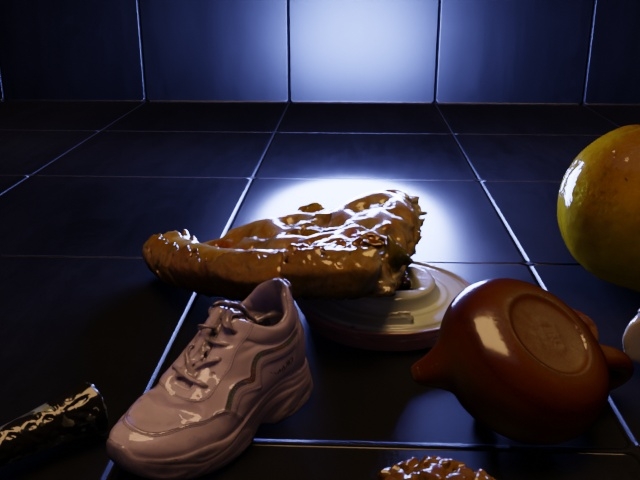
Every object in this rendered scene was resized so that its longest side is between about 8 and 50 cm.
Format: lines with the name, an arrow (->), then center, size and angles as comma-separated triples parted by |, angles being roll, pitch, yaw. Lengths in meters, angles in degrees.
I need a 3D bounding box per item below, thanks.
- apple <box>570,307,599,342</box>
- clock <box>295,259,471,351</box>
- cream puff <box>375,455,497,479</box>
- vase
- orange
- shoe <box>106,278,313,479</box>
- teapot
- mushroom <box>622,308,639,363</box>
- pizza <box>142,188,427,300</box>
apple -> 0.276, 0.116, 0.883 | 0.084, 0.071, 0.084 | 7, 23, -3
clock -> 0.087, 0.074, 1.021 | 0.245, 0.056, 0.244 | 0, 19, 0
cream puff -> 0.084, 0.215, 0.553 | 0.126, 0.103, 0.144 | -3, 17, -3
vase -> -0.282, 0.185, 0.704 | 0.059, 0.059, 0.167 | 18, 27, 41
orange -> 0.484, -0.049, 1.099 | 0.279, 0.235, 0.279 | 4, 18, -1
shoe -> -0.101, 0.130, 0.744 | 0.095, 0.137, 0.245 | 11, 22, 39
teapot -> 0.210, 0.132, 0.779 | 0.252, 0.135, 0.178 | 11, 48, -26
mushroom -> 0.550, 0.071, 0.923 | 0.407, 0.137, 0.154 | -20, 15, -31
pizza -> -0.023, 0.010, 1.034 | 0.435, 0.080, 0.392 | -15, 15, -9
